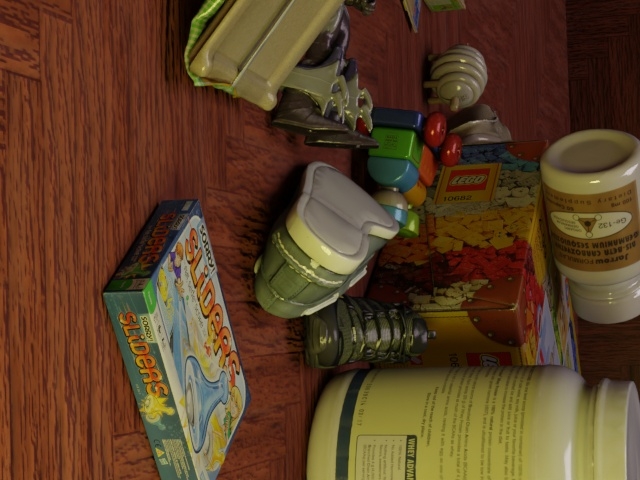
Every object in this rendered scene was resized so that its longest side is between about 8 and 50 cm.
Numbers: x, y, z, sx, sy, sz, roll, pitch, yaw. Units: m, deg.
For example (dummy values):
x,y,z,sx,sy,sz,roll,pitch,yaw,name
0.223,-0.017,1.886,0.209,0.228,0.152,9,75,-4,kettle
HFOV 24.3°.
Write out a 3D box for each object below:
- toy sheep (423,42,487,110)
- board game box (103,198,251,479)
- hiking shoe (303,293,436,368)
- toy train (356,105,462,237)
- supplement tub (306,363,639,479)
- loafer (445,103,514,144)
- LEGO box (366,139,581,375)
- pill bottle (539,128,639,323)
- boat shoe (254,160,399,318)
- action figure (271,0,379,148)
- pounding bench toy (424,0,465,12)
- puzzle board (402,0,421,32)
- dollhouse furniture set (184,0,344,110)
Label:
x,y,z,sx,sy,sz,roll,pitch,yaw,name
0.195,-0.232,2.131,0.091,0.091,0.132,67,27,-49,toy sheep
-0.109,0.087,1.179,0.136,0.035,0.201,-67,150,-54,board game box
0.054,0.090,1.573,0.227,0.114,0.086,1,86,-73,hiking shoe
0.112,-0.066,1.830,0.248,0.105,0.143,38,62,-68,toy train
0.169,0.249,1.566,0.235,0.325,0.235,-3,90,-73,supplement tub
0.222,-0.151,2.200,0.092,0.102,0.268,61,14,7,loafer
0.224,0.177,1.982,0.372,0.193,0.500,-69,151,-52,LEGO box
0.357,-0.014,1.892,0.131,0.131,0.229,-68,150,-54,pill bottle
0.000,0.000,1.503,0.099,0.116,0.319,-52,180,15,boat shoe
0.013,-0.240,1.511,0.185,0.099,0.285,36,56,-78,action figure
0.176,-0.376,2.149,0.083,0.052,0.065,32,57,-69,pounding bench toy
0.126,-0.365,2.055,0.096,0.011,0.128,66,28,-53,puzzle board
-0.042,-0.281,1.295,0.301,0.151,0.197,-53,164,6,dollhouse furniture set
